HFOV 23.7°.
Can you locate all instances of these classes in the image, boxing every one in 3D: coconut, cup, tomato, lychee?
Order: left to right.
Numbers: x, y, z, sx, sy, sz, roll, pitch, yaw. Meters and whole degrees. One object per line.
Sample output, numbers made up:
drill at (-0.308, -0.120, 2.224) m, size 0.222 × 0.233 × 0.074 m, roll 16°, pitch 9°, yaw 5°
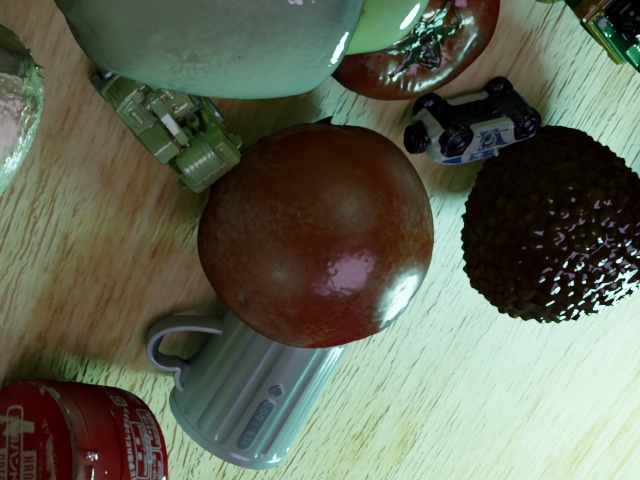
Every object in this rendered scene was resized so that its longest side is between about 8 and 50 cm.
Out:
coconut at (-0.347, -0.114, 1.388) m, size 0.194 × 0.194 × 0.194 m, roll -21°, pitch 140°, yaw -19°
cup at (-0.089, 0.155, 1.878) m, size 0.221 × 0.167 × 0.202 m, roll 8°, pitch 122°, yaw -45°
tomato at (0.000, 0.000, 1.706) m, size 0.265 × 0.265 × 0.265 m, roll -21°, pitch 140°, yaw -19°
tomato at (0.104, -0.237, 1.678) m, size 0.225 × 0.085 × 0.225 m, roll -20°, pitch 142°, yaw -16°
lychee at (0.294, -0.011, 1.924) m, size 0.267 × 0.267 × 0.267 m, roll -21°, pitch 140°, yaw -19°

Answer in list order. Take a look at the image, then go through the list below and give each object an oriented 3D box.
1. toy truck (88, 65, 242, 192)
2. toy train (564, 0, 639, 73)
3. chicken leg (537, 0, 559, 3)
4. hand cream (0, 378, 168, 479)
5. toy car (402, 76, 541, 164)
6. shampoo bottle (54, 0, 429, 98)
toy truck at (-0.152, -0.122, 1.572) m, size 0.085 × 0.116 × 0.191 m, roll -36°, pitch 142°, yaw 3°
toy train at (0.371, -0.257, 1.803) m, size 0.091 × 0.136 × 0.227 m, roll -44°, pitch 157°, yaw 9°
chicken leg at (0.245, -0.336, 1.701) m, size 0.093 × 0.070 × 0.178 m, roll -45°, pitch 132°, yaw 2°
hand cream at (-0.298, 0.276, 1.797) m, size 0.149 × 0.230 × 0.230 m, roll 9°, pitch 124°, yaw -43°
toy car at (0.178, -0.137, 1.838) m, size 0.170 × 0.080 × 0.070 m, roll -16°, pitch 138°, yaw -25°
shampoo bottle at (-0.077, -0.280, 1.297) m, size 0.317 × 0.322 × 0.322 m, roll -9°, pitch 136°, yaw -17°
